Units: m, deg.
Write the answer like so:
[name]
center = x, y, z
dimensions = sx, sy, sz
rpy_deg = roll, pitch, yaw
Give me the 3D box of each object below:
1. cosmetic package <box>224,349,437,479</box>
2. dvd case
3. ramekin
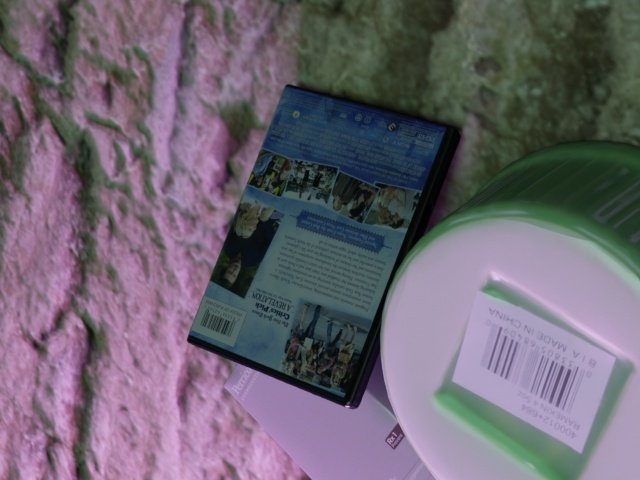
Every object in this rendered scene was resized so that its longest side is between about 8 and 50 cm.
[cosmetic package]
center = 0.039, 0.158, 1.156
dimensions = 0.238, 0.107, 0.127
rpy_deg = 40, 123, 18
[dvd case]
center = 0.000, 0.000, 1.106
dimensions = 0.180, 0.022, 0.253
rpy_deg = 18, 85, 31
[ramekin]
center = 0.193, 0.085, 0.985
dimensions = 0.303, 0.148, 0.303
rpy_deg = 13, 113, 34
